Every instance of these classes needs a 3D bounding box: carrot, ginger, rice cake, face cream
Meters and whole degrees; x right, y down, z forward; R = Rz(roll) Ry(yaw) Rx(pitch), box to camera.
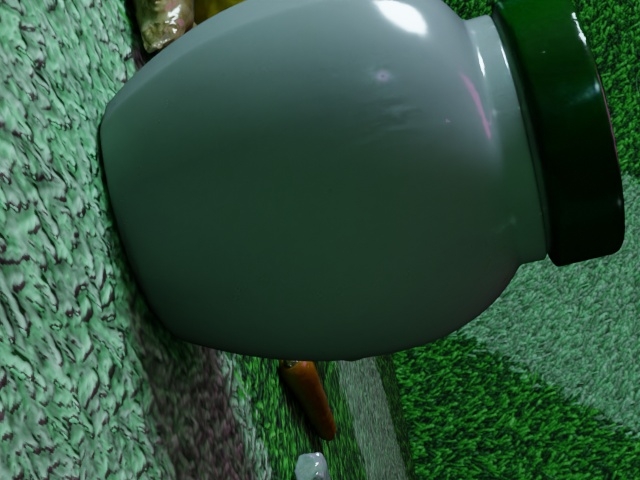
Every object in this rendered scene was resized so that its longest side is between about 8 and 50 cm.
[{"bbox_3d":[-0.011,0.204,1.337,0.248,0.043,0.043,71,8,-56],"label":"carrot"},{"bbox_3d":[-0.149,-0.253,0.982,0.133,0.059,0.214,70,10,-75],"label":"ginger"},{"bbox_3d":[0.011,0.351,1.216,0.080,0.042,0.222,-85,162,-57],"label":"rice cake"},{"bbox_3d":[0.033,-0.050,0.812,0.219,0.357,0.312,-93,168,-56],"label":"face cream"}]

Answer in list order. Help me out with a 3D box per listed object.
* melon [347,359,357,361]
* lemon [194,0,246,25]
[{"bbox_3d":[0.000,0.000,1.475,0.196,0.124,0.323,80,1,-65],"label":"melon"},{"bbox_3d":[-0.038,-0.228,1.118,0.288,0.233,0.234,-176,-108,-84],"label":"lemon"}]
